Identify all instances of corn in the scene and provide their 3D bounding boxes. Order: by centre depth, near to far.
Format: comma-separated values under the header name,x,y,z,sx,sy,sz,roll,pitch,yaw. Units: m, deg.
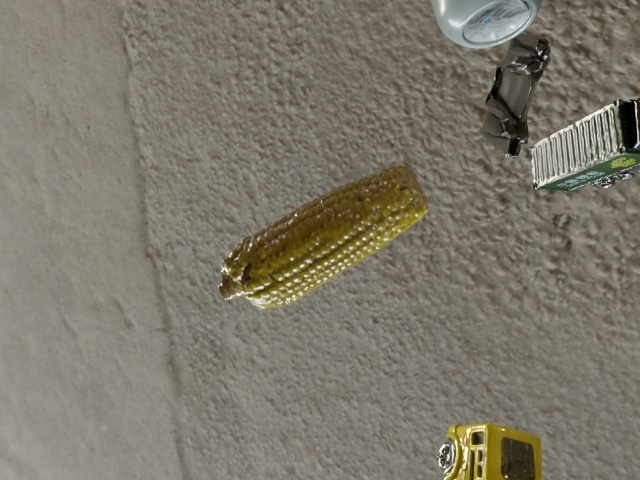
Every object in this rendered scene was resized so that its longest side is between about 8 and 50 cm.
name,x,y,z,sx,sy,sz,roll,pitch,yaw
corn,0.000,0.000,0.641,0.261,0.097,0.097,-28,81,4

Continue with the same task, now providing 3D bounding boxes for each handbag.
name,x,y,z,sx,sy,sz,roll,pitch,yaw
handbag,0.491,-0.364,1.386,0.113,0.257,0.286,13,113,3

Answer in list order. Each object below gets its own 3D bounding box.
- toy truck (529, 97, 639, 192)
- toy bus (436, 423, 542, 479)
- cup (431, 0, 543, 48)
name,x,y,z,sx,sy,sz,roll,pitch,yaw
toy truck,0.446,-0.143,0.825,0.259,0.121,0.088,149,123,-69
toy bus,0.278,0.479,0.906,0.152,0.144,0.331,133,152,-59
cup,0.285,-0.533,1.035,0.205,0.205,0.313,-25,69,43
